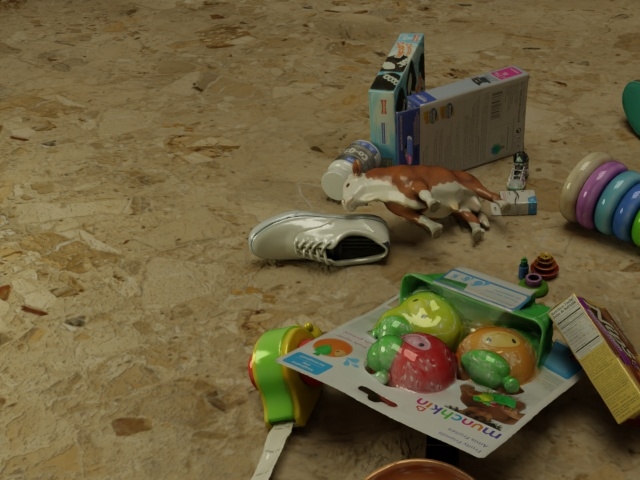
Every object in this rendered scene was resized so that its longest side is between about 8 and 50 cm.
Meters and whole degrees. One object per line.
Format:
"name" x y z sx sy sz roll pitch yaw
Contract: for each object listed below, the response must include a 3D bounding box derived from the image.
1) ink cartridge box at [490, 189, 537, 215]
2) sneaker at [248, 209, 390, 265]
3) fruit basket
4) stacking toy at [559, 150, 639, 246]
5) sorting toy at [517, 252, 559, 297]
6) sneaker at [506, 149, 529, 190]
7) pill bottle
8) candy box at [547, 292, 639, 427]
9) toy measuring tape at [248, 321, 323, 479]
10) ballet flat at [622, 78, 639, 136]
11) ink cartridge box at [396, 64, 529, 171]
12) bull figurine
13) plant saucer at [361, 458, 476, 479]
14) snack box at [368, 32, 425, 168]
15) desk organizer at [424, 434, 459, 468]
"ink cartridge box" 0.369 -0.072 1.776 0.083 0.028 0.048 -2 33 5
"sneaker" 0.000 0.000 1.657 0.258 0.094 0.091 -6 29 -3
"fruit basket" 0.170 0.155 1.292 0.327 0.165 0.353 21 21 34
"stacking toy" 0.585 -0.028 1.610 0.141 0.141 0.330 -28 47 -31
"sorting toy" 0.366 0.051 1.575 0.061 0.042 0.102 15 38 28
"sneaker" 0.394 -0.146 1.848 0.038 0.069 0.098 6 35 17
"pill bottle" 0.061 -0.141 1.880 0.078 0.078 0.137 13 37 25
"candy box" 0.402 0.167 1.283 0.109 0.053 0.186 20 37 -47
"toy measuring tape" -0.066 0.215 1.307 0.121 0.121 0.330 7 34 17
"ballet flat" 0.735 -0.234 1.931 0.106 0.107 0.316 8 35 -17
"ink cartridge box" 0.277 -0.229 1.885 0.311 0.185 0.065 -20 39 -21
"bull figurine" 0.192 -0.078 1.693 0.310 0.101 0.188 -5 33 -33
"plant saucer" 0.117 0.358 1.099 0.200 0.037 0.200 -5 53 6
"snack box" 0.171 -0.304 2.014 0.060 0.187 0.322 5 35 16
"desk organizer" 0.158 0.301 1.215 0.047 0.050 0.130 0 34 8
